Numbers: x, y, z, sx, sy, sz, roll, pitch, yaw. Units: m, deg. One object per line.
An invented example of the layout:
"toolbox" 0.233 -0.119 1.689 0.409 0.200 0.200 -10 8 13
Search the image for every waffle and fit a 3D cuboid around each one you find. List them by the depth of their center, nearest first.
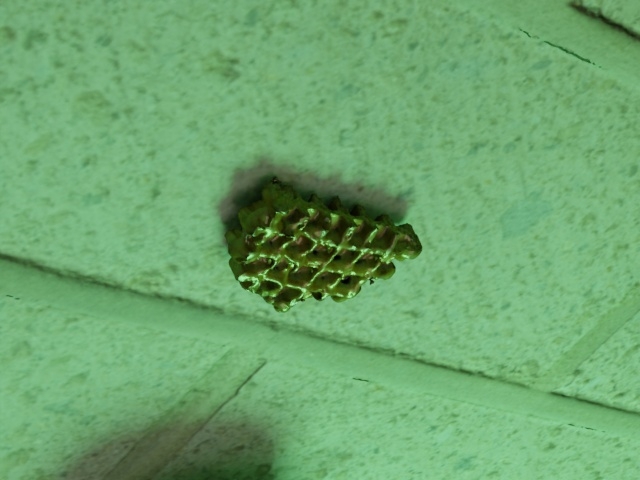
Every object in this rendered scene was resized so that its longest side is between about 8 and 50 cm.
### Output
"waffle" 0.000 0.000 1.665 0.160 0.046 0.192 -27 147 0
